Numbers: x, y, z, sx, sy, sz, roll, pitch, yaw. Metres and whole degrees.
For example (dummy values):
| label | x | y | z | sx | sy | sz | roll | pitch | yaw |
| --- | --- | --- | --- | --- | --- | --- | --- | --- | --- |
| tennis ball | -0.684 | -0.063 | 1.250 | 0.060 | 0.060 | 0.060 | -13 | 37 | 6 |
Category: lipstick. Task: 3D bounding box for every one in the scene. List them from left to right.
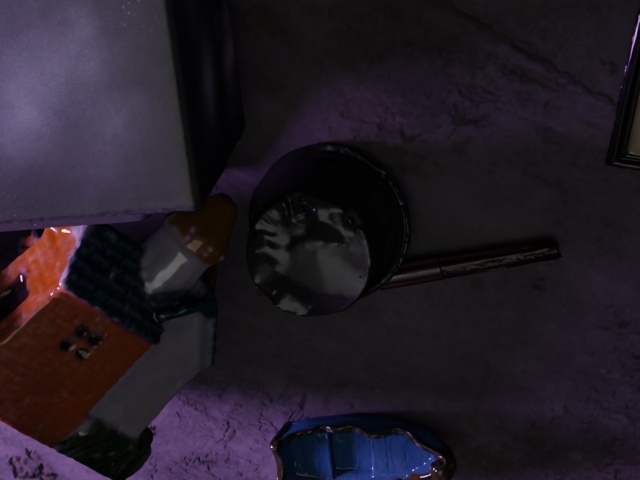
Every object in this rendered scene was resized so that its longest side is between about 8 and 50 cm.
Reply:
| label | x | y | z | sx | sy | sz | roll | pitch | yaw |
| --- | --- | --- | --- | --- | --- | --- | --- | --- | --- |
| lipstick | 0.140 | 0.021 | 1.892 | 0.176 | 0.027 | 0.027 | -10 | 117 | 11 |

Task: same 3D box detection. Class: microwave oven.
| label | x | y | z | sx | sy | sz | roll | pitch | yaw |
| --- | --- | --- | --- | --- | --- | --- | --- | --- | --- |
| microwave oven | -0.307 | -0.178 | 1.684 | 0.432 | 0.236 | 0.374 | -4 | 107 | 9 |

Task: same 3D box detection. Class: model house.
| label | x | y | z | sx | sy | sz | roll | pitch | yaw |
| --- | --- | --- | --- | --- | --- | --- | --- | --- | --- |
| model house | -0.195 | 0.041 | 1.841 | 0.301 | 0.190 | 0.271 | -42 | 129 | 15 |

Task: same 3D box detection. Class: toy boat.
| label | x | y | z | sx | sy | sz | roll | pitch | yaw |
| --- | --- | --- | --- | --- | --- | --- | --- | --- | --- |
| toy boat | 0.043 | 0.218 | 1.981 | 0.185 | 0.077 | 0.075 | -2 | 117 | 7 |

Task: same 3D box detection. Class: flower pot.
| label | x | y | z | sx | sy | sz | roll | pitch | yaw |
| --- | --- | --- | --- | --- | --- | --- | --- | --- | --- |
| flower pot | 0.000 | 0.000 | 1.837 | 0.157 | 0.107 | 0.157 | 3 | 109 | 10 |

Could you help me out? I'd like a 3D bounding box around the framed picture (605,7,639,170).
| label | x | y | z | sx | sy | sz | roll | pitch | yaw |
| --- | --- | --- | --- | --- | --- | --- | --- | --- | --- |
| framed picture | 0.370 | -0.140 | 1.787 | 0.195 | 0.010 | 0.199 | 9 | 119 | 1 |
